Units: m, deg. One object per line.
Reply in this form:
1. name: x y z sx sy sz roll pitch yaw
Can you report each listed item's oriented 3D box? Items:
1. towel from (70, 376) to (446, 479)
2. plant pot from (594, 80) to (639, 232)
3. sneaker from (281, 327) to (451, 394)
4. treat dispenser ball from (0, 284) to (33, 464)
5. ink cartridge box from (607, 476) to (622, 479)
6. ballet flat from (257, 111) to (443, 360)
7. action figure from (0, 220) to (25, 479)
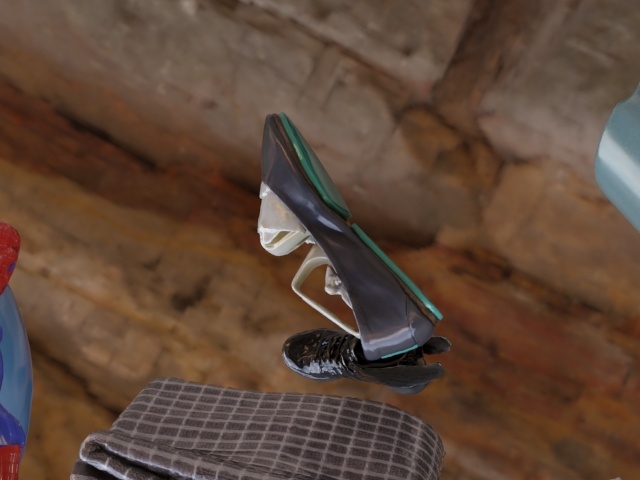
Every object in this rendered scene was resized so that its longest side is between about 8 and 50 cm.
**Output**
1. towel: -0.049 0.196 1.180 0.284 0.121 0.235 10 -165 5
2. plant pot: 0.519 -0.054 1.734 0.334 0.341 0.341 48 179 35
3. sneaker: 0.037 0.099 1.327 0.170 0.051 0.089 10 160 19
4. treat dispenser ball: -0.311 0.087 0.848 0.288 0.288 0.288 25 165 7
5. ink cartridge box: 0.222 0.415 1.775 0.309 0.130 0.272 -14 -171 14
6. ballet flat: 0.000 0.000 1.003 0.203 0.074 0.074 53 177 26
7. action figure: -0.100 0.032 0.426 0.030 0.115 0.038 9 144 -21
